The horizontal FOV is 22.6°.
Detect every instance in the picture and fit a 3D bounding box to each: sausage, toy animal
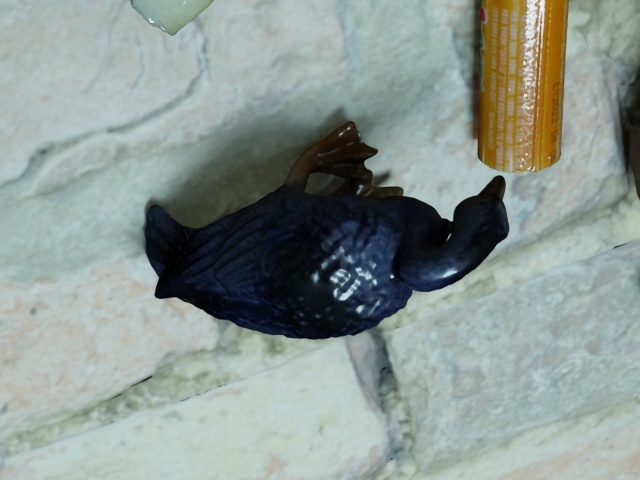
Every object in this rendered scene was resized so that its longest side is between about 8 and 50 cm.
[{"bbox_3d":[0.161,-0.171,1.270,0.071,0.071,0.234,-10,120,-14],"label":"sausage"},{"bbox_3d":[0.000,0.000,1.245,0.298,0.185,0.122,-11,128,9],"label":"toy animal"}]

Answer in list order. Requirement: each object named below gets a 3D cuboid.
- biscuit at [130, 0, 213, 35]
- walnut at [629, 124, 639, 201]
[{"bbox_3d":[-0.141,-0.263,1.134,0.188,0.040,0.265,-25,123,-7],"label":"biscuit"},{"bbox_3d":[0.382,-0.069,1.310,0.248,0.248,0.248,-8,120,-14],"label":"walnut"}]
